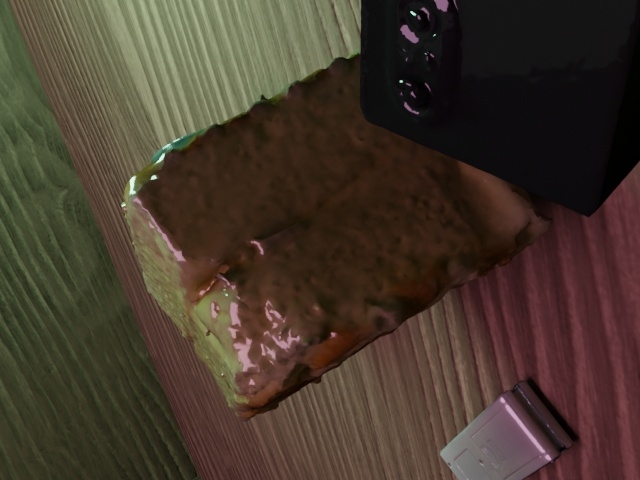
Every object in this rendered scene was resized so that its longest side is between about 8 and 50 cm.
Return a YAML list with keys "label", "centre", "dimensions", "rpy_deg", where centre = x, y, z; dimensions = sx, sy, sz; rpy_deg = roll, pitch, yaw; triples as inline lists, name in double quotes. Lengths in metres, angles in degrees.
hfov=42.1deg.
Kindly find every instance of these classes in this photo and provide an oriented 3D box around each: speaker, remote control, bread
- label: "speaker"
  centre: [0.169, -0.192, 0.641]
  dimensions: [0.232, 0.184, 0.254]
  rpy_deg: [28, 141, 28]
- label: "remote control"
  centre: [0.254, 0.293, 1.170]
  dimensions: [0.103, 0.056, 0.277]
  rpy_deg: [53, 155, 19]
- label: "bread"
  centre: [0.000, 0.000, 0.954]
  dimensions: [0.279, 0.371, 0.390]
  rpy_deg: [57, 163, 8]

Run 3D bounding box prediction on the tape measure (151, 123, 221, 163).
- label: "tape measure"
  centre: [-0.143, -0.092, 1.326]
  dimensions: [0.138, 0.262, 0.259]
  rpy_deg: [69, 156, 9]
